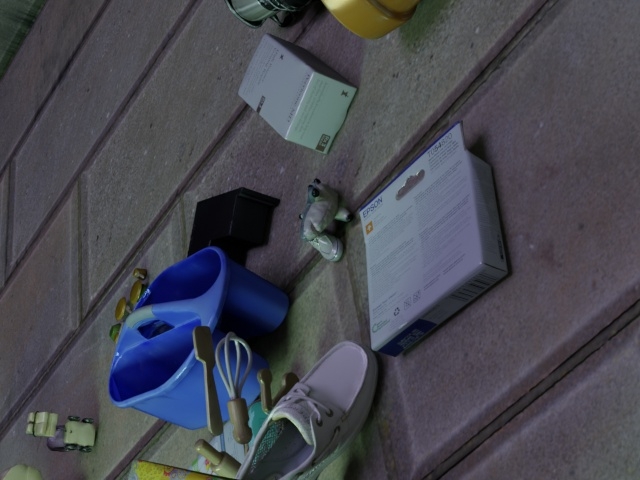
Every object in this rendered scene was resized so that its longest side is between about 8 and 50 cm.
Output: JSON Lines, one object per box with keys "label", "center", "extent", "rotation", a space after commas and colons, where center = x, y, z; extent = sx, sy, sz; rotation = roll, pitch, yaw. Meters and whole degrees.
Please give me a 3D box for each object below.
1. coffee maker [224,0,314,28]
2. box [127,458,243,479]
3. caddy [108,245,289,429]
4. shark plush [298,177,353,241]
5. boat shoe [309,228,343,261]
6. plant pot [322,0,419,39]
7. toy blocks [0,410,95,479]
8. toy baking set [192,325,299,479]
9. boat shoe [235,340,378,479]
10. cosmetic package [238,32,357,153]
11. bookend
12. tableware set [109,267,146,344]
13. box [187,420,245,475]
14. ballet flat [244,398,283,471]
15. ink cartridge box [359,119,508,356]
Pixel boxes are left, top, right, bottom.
{"label": "coffee maker", "center": [-0.064, -0.450, 2.065], "extent": [0.178, 0.120, 0.171], "rotation": [0, 74, 59]}
{"label": "box", "center": [-0.025, 0.357, 1.308], "extent": [0.290, 0.279, 0.177], "rotation": [3, 76, 42]}
{"label": "caddy", "center": [-0.204, 0.146, 1.874], "extent": [0.341, 0.179, 0.241], "rotation": [-26, 41, 53]}
{"label": "shark plush", "center": [-0.014, -0.055, 1.802], "extent": [0.067, 0.073, 0.161], "rotation": [-50, 30, 14]}
{"label": "boat shoe", "center": [0.000, 0.000, 1.788], "extent": [0.035, 0.035, 0.100], "rotation": [-64, 30, 14]}
{"label": "plant pot", "center": [0.104, -0.408, 1.698], "extent": [0.188, 0.205, 0.205], "rotation": [-25, 51, 33]}
{"label": "toy blocks", "center": [-0.609, 0.480, 2.304], "extent": [0.260, 0.288, 0.309], "rotation": [-21, 59, 48]}
{"label": "toy baking set", "center": [-0.099, 0.231, 1.626], "extent": [0.030, 0.256, 0.197], "rotation": [-21, 42, 36]}
{"label": "boat shoe", "center": [-0.019, 0.234, 1.545], "extent": [0.098, 0.096, 0.277], "rotation": [24, 70, 25]}
{"label": "cosmetic package", "center": [-0.040, -0.234, 1.941], "extent": [0.117, 0.085, 0.231], "rotation": [-65, 28, 12]}
{"label": "bookend", "center": [-0.147, 0.008, 1.998], "extent": [0.157, 0.072, 0.156], "rotation": [-15, 62, 56]}
{"label": "tableware set", "center": [-0.362, 0.127, 2.357], "extent": [0.104, 0.024, 0.154], "rotation": [24, 96, 64]}
{"label": "box", "center": [-0.144, 0.361, 1.832], "extent": [0.186, 0.038, 0.145], "rotation": [-52, 34, 33]}
{"label": "ballet flat", "center": [-0.069, 0.332, 1.697], "extent": [0.080, 0.073, 0.232], "rotation": [-3, 61, 12]}
{"label": "ink cartridge box", "center": [0.135, -0.001, 1.546], "extent": [0.223, 0.045, 0.224], "rotation": [-42, 40, 41]}
